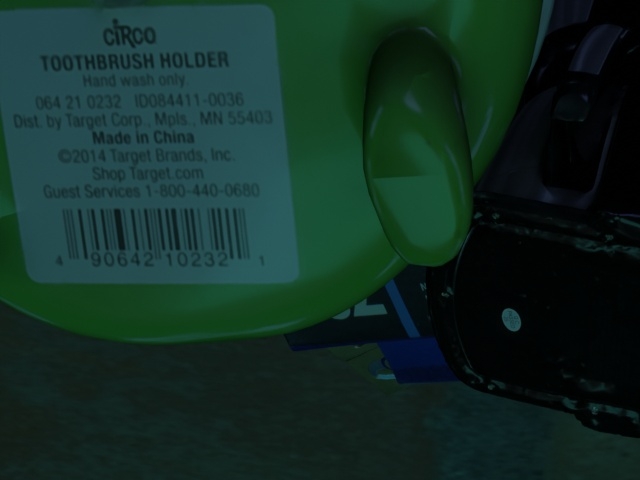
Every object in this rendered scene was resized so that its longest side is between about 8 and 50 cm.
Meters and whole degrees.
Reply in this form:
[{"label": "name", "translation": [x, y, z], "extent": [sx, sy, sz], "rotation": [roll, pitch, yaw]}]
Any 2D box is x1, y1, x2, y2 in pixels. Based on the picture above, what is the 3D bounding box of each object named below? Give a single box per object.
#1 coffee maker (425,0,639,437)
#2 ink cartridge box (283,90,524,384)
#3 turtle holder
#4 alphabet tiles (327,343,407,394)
[{"label": "coffee maker", "translation": [0.140, -0.018, 0.660], "extent": [0.171, 0.178, 0.120], "rotation": [28, 137, -1]}, {"label": "ink cartridge box", "translation": [0.020, -0.050, 0.801], "extent": [0.165, 0.065, 0.332], "rotation": [-8, 121, 39]}, {"label": "turtle holder", "translation": [-0.058, -0.136, 0.571], "extent": [0.243, 0.227, 0.320], "rotation": [-30, 103, 22]}, {"label": "alphabet tiles", "translation": [0.037, -0.014, 0.973], "extent": [0.198, 0.009, 0.237], "rotation": [-28, 127, 31]}]
